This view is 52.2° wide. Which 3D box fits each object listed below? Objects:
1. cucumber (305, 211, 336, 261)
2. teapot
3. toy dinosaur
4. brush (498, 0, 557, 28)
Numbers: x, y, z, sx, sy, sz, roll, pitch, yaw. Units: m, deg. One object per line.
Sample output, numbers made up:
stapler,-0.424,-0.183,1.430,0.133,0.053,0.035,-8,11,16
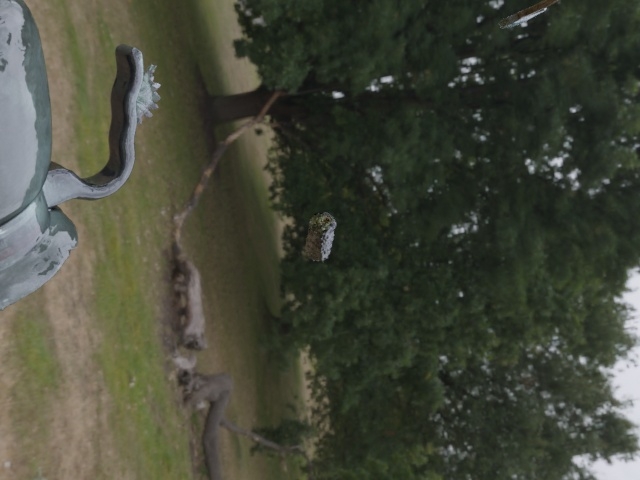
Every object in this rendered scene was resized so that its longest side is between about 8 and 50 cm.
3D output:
cucumber,0.000,0.000,1.209,0.181,0.053,0.053,96,-16,-64
teapot,-0.316,-0.078,0.588,0.305,0.224,0.285,-67,160,-51
toy dinosaur,-0.357,-0.260,1.250,0.082,0.209,0.039,10,51,-42
brush,0.387,-0.415,1.159,0.196,0.070,0.021,-175,-116,-76
